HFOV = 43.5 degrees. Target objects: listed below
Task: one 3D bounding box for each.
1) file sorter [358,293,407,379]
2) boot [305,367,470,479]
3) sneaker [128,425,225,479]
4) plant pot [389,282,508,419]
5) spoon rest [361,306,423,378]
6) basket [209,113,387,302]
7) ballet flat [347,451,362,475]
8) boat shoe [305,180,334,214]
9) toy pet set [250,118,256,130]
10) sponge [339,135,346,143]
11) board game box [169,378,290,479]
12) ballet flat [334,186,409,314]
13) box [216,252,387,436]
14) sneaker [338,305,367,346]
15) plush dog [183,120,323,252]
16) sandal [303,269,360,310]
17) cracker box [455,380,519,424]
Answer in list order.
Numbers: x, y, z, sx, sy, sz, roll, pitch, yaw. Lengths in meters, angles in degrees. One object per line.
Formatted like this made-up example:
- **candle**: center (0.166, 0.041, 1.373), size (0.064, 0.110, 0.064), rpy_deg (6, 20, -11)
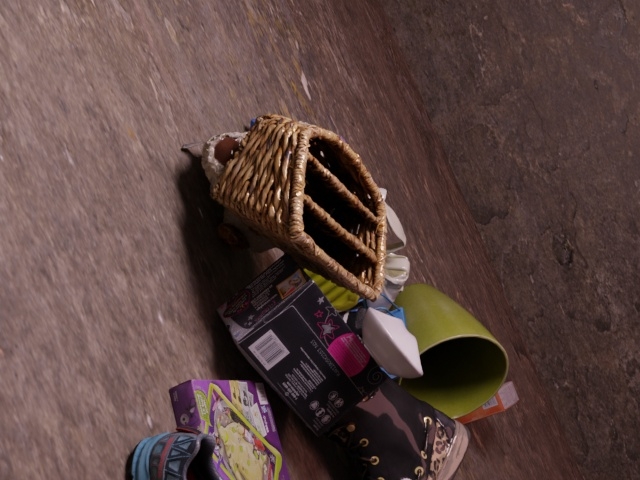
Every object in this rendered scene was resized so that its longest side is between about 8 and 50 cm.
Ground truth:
- **file sorter**: center (0.123, 0.220, 1.792), size (0.104, 0.118, 0.170), rpy_deg (43, 30, -41)
- **boot**: center (0.088, 0.408, 1.456), size (0.284, 0.138, 0.377), rpy_deg (42, 59, -7)
- **sneaker**: center (-0.143, 0.359, 0.990), size (0.262, 0.125, 0.104), rpy_deg (68, 21, 5)
- **plant pot**: center (0.280, 0.245, 1.991), size (0.275, 0.274, 0.293), rpy_deg (51, 11, -35)
- **spoon rest**: center (0.121, 0.172, 1.358), size (0.137, 0.084, 0.276), rpy_deg (51, -4, 7)
- **basket**: center (0.011, -0.065, 1.357), size (0.223, 0.213, 0.299), rpy_deg (26, -10, 41)
- **ballet flat**: center (0.132, 0.486, 1.566), size (0.232, 0.073, 0.080), rpy_deg (64, -14, -5)
- **boat shoe**: center (0.037, -0.123, 2.002), size (0.223, 0.080, 0.073), rpy_deg (40, 38, -41)
- **toy pet set**: center (-0.128, -0.202, 1.749), size (0.122, 0.065, 0.114), rpy_deg (-56, 154, -63)
- **sponge**: center (0.075, -0.187, 2.227), size (0.117, 0.031, 0.210), rpy_deg (51, 25, -34)
- **board game box**: center (-0.106, 0.376, 1.177), size (0.208, 0.056, 0.347), rpy_deg (27, 43, -65)
- **ballet flat**: center (0.135, 0.037, 1.814), size (0.139, 0.139, 0.400), rpy_deg (-89, 165, -48)
- **box**: center (-0.033, 0.176, 1.355), size (0.247, 0.163, 0.142), rpy_deg (54, -6, -28)
- **sneaker**: center (0.083, 0.233, 1.674), size (0.079, 0.121, 0.217), rpy_deg (36, 36, -50)
- **plush dog**: center (-0.129, -0.087, 1.489), size (0.262, 0.210, 0.225), rpy_deg (-17, 98, -41)
- **sandal**: center (0.000, 0.000, 1.722), size (0.317, 0.126, 0.138), rpy_deg (64, 16, -3)
- **cracker box**: center (0.470, 0.468, 2.310), size (0.232, 0.155, 0.067), rpy_deg (10, 58, -66)
